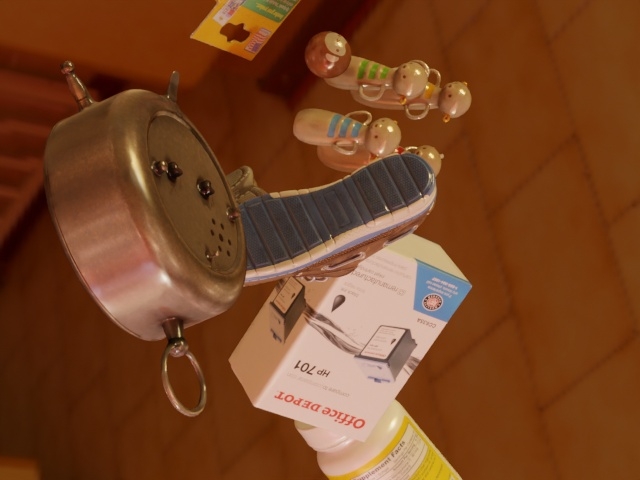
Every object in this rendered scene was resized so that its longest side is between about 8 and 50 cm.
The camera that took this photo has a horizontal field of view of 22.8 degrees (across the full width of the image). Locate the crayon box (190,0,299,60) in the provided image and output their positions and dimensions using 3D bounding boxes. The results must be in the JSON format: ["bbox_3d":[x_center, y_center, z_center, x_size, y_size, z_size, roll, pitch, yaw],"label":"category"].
[{"bbox_3d":[-0.046,-0.381,1.941,0.083,0.203,0.323,43,101,15],"label":"crayon box"}]

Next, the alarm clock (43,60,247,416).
[{"bbox_3d":[-0.084,0.002,0.840,0.064,0.129,0.192,-20,67,19],"label":"alarm clock"}]

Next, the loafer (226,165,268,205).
[{"bbox_3d":[-0.102,-0.027,2.019,0.087,0.094,0.251,62,178,-18],"label":"loafer"}]

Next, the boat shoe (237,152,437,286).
[{"bbox_3d":[0.000,0.000,1.146,0.066,0.183,0.066,78,173,-57],"label":"boat shoe"}]

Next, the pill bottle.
[{"bbox_3d":[0.071,0.253,1.806,0.119,0.208,0.119,-34,19,13],"label":"pill bottle"}]

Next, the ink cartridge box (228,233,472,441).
[{"bbox_3d":[0.026,0.077,1.467,0.191,0.139,0.082,-58,35,15],"label":"ink cartridge box"}]

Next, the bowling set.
[{"bbox_3d":[0.060,-0.142,1.839,0.154,0.200,0.287,11,59,20],"label":"bowling set"}]
